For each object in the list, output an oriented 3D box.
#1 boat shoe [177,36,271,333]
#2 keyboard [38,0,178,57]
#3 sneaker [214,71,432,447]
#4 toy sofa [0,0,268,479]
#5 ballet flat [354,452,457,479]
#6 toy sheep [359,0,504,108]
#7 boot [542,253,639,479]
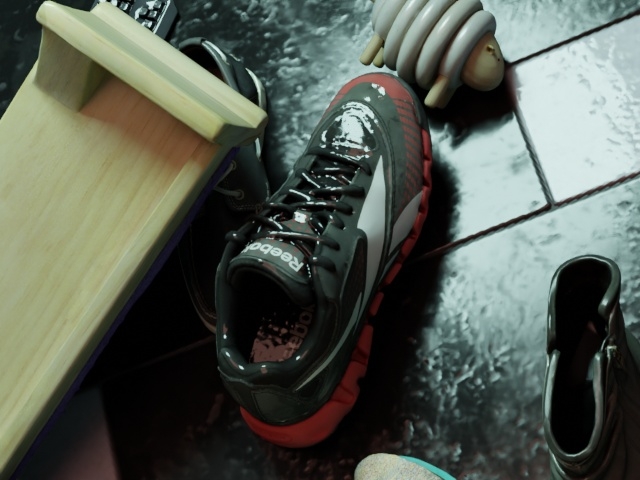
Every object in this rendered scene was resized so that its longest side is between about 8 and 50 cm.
[{"bbox_3d":[-0.080,-0.041,1.107,0.084,0.079,0.233,-11,65,13],"label":"boat shoe"},{"bbox_3d":[-0.198,-0.131,1.223,0.108,0.023,0.180,16,72,26],"label":"keyboard"},{"bbox_3d":[0.000,0.000,1.014,0.098,0.135,0.276,14,77,26],"label":"sneaker"},{"bbox_3d":[-0.197,0.020,1.054,0.150,0.177,0.362,35,98,8],"label":"toy sofa"},{"bbox_3d":[0.080,0.207,0.848,0.106,0.107,0.316,-30,22,-23],"label":"ballet flat"},{"bbox_3d":[0.079,-0.153,1.094,0.132,0.091,0.091,34,81,11],"label":"toy sheep"},{"bbox_3d":[0.157,0.144,0.884,0.083,0.161,0.246,-4,66,19],"label":"boot"}]
